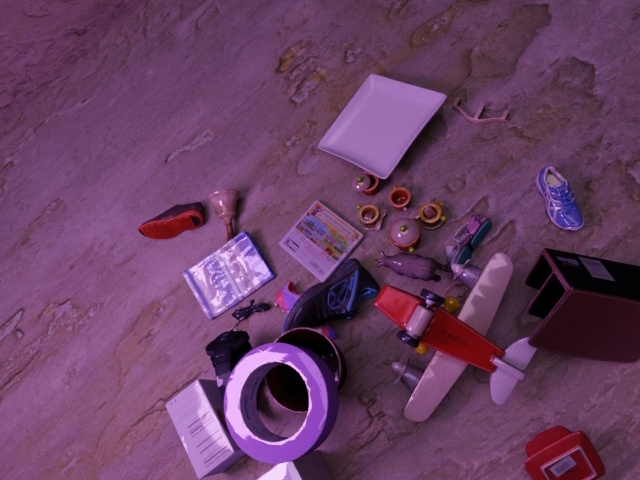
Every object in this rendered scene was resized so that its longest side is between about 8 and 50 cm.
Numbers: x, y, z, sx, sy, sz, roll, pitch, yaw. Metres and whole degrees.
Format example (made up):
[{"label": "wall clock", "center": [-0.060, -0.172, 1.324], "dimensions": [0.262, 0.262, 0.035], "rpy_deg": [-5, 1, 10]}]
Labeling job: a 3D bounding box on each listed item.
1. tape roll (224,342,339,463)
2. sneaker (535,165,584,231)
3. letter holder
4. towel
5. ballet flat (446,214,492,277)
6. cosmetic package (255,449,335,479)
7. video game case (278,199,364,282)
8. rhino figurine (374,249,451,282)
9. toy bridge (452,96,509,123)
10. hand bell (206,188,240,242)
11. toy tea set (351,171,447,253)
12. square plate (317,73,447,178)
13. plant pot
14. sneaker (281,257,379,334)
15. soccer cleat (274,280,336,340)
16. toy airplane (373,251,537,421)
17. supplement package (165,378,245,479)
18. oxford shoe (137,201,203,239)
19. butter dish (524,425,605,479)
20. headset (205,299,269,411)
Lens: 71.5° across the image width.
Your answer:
[{"label": "tape roll", "center": [-0.097, 0.395, 1.101], "dimensions": [0.275, 0.090, 0.274], "rpy_deg": [-6, 73, 18]}, {"label": "sneaker", "center": [0.686, -0.121, 1.281], "dimensions": [0.080, 0.081, 0.211], "rpy_deg": [-24, 66, 8]}, {"label": "letter holder", "center": [0.666, 0.169, 1.098], "dimensions": [0.302, 0.214, 0.152], "rpy_deg": [10, 36, -7]}, {"label": "towel", "center": [-0.324, 0.119, 1.549], "dimensions": [0.285, 0.034, 0.209], "rpy_deg": [-34, 77, 5]}, {"label": "ballet flat", "center": [0.428, 0.013, 1.334], "dimensions": [0.079, 0.077, 0.221], "rpy_deg": [25, 74, 44]}, {"label": "cosmetic package", "center": [-0.097, 0.682, 1.172], "dimensions": [0.224, 0.224, 0.138], "rpy_deg": [-37, 63, 2]}, {"label": "video game case", "center": [0.000, 0.000, 1.509], "dimensions": [0.227, 0.026, 0.206], "rpy_deg": [39, 86, 28]}, {"label": "rhino figurine", "center": [0.255, 0.072, 1.324], "dimensions": [0.243, 0.106, 0.073], "rpy_deg": [11, 89, 47]}, {"label": "toy bridge", "center": [0.529, -0.424, 1.482], "dimensions": [0.188, 0.026, 0.063], "rpy_deg": [26, 83, 26]}, {"label": "hand bell", "center": [-0.331, -0.052, 1.615], "dimensions": [0.126, 0.126, 0.241], "rpy_deg": [-16, 77, 13]}, {"label": "toy tea set", "center": [0.220, -0.105, 1.414], "dimensions": [0.336, 0.124, 0.200], "rpy_deg": [32, 83, 26]}, {"label": "square plate", "center": [0.205, -0.398, 1.540], "dimensions": [0.347, 0.049, 0.344], "rpy_deg": [34, 88, 39]}, {"label": "plant pot", "center": [-0.011, 0.364, 1.256], "dimensions": [0.216, 0.230, 0.215], "rpy_deg": [-6, 72, 19]}, {"label": "sneaker", "center": [0.033, 0.189, 1.322], "dimensions": [0.341, 0.125, 0.140], "rpy_deg": [-38, 71, -25]}, {"label": "soccer cleat", "center": [-0.040, 0.224, 1.406], "dimensions": [0.248, 0.083, 0.095], "rpy_deg": [32, 90, 30]}, {"label": "toy airplane", "center": [0.357, 0.250, 1.182], "dimensions": [0.387, 0.272, 0.383], "rpy_deg": [-17, 96, -6]}, {"label": "supplement package", "center": [-0.334, 0.564, 1.349], "dimensions": [0.134, 0.139, 0.244], "rpy_deg": [-39, 64, 3]}, {"label": "oxford shoe", "center": [-0.572, -0.078, 1.715], "dimensions": [0.272, 0.096, 0.098], "rpy_deg": [-13, 47, 10]}, {"label": "butter dish", "center": [0.565, 0.514, 1.072], "dimensions": [0.160, 0.118, 0.159], "rpy_deg": [-33, 107, 6]}, {"label": "headset", "center": [-0.227, 0.354, 1.353], "dimensions": [0.186, 0.243, 0.394], "rpy_deg": [-17, 40, 1]}]
